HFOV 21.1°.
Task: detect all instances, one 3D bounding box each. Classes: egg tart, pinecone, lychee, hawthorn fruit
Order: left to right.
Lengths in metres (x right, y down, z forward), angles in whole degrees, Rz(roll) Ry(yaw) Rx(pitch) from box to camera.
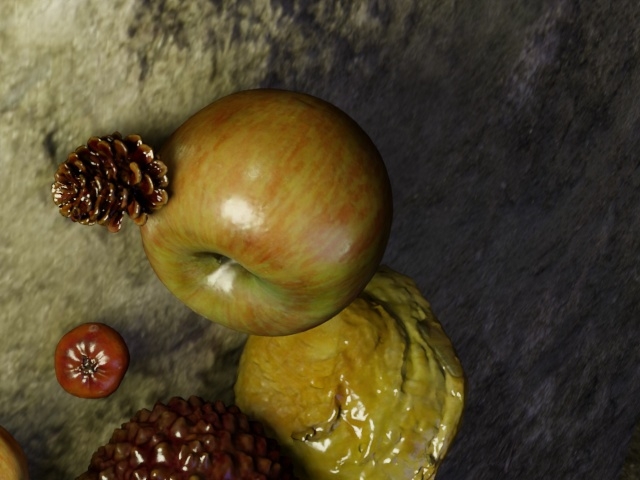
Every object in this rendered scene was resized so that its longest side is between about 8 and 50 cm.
[{"bbox_3d":[-0.238,0.124,1.800,0.093,0.081,0.081,-97,-149,-82],"label":"hawthorn fruit"},{"bbox_3d":[-0.207,-0.054,1.657,0.109,0.102,0.102,-13,130,-29],"label":"pinecone"},{"bbox_3d":[-0.151,0.340,1.928,0.306,0.306,0.330,21,75,-65],"label":"lychee"},{"bbox_3d":[0.017,0.187,2.090,0.351,0.339,0.153,-51,137,-6],"label":"egg tart"}]

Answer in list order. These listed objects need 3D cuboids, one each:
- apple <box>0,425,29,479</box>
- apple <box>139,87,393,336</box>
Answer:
[{"bbox_3d":[-0.346,0.234,1.629,0.146,0.131,0.146,-49,153,-37],"label":"apple"},{"bbox_3d":[-0.049,-0.038,1.785,0.264,0.264,0.264,-43,149,-34],"label":"apple"}]
